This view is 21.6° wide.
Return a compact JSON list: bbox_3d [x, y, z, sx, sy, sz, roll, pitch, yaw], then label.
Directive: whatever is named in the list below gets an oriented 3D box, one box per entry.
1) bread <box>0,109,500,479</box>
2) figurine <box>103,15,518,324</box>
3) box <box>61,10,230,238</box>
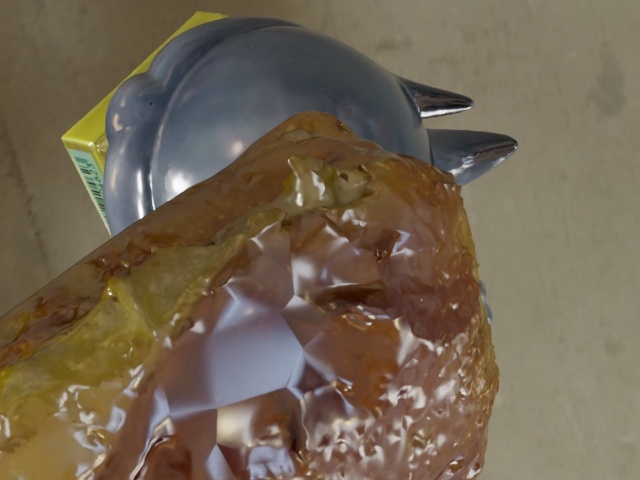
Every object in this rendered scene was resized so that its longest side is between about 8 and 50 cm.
[{"bbox_3d":[-0.070,0.077,0.399,0.271,0.077,0.139,-34,135,-24],"label":"bread"},{"bbox_3d":[-0.002,-0.013,0.901,0.197,0.175,0.265,-11,159,37],"label":"figurine"},{"bbox_3d":[-0.075,-0.010,1.226,0.041,0.153,0.279,13,138,39],"label":"box"}]
